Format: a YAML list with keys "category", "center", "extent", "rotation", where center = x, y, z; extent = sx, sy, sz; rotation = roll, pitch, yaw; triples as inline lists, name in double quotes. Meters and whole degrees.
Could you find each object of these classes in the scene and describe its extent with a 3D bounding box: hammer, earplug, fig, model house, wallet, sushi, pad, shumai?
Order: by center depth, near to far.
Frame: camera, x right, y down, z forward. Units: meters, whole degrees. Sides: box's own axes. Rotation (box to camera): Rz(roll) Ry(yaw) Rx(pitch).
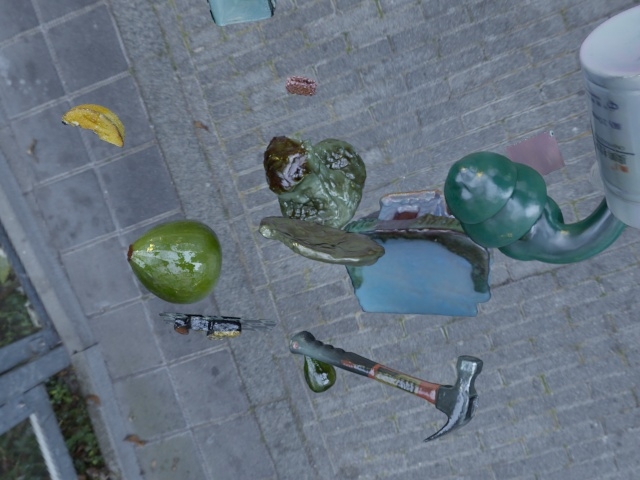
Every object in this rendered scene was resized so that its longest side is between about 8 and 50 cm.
- category: "hammer"
  center: [0.068, 0.169, 0.705]
  extent: [0.287, 0.033, 0.111]
  rotation: [12, 94, 42]
- category: "earplug"
  center: [0.350, -0.060, 0.933]
  extent: [0.280, 0.257, 0.164]
  rotation: [26, 82, -22]
- category: "wallet"
  center: [-0.214, -0.657, 1.301]
  extent: [0.176, 0.075, 0.251]
  rotation: [-3, 135, 12]
- category: "sushi"
  center: [-0.251, 0.219, 1.310]
  extent: [0.279, 0.192, 0.043]
  rotation: [6, 71, -9]
- category: "model house"
  center: [0.277, -0.021, 1.396]
  extent: [0.359, 0.339, 0.298]
  rotation: [-2, 129, 27]
- category: "pad"
  center: [0.591, -0.229, 1.474]
  extent: [0.187, 0.006, 0.113]
  rotation: [-22, 92, -24]
- category: "fig"
  center: [-0.487, 0.063, 1.800]
  extent: [0.315, 0.316, 0.317]
  rotation: [1, 97, 9]
- category: "shumai"
  center: [-0.045, -0.236, 1.894]
  extent: [0.323, 0.323, 0.398]
  rotation: [-10, 63, 30]
- category: "fig"
  center: [-0.018, 0.450, 1.919]
  extent: [0.117, 0.117, 0.178]
  rotation: [-31, 88, 11]

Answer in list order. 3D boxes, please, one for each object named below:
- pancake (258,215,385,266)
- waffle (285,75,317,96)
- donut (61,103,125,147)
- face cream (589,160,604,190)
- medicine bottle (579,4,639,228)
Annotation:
- category: "pancake"
  center: [0.000, 0.001, 0.978]
  extent: [0.236, 0.222, 0.042]
  rotation: [17, 102, 28]
- category: "waffle"
  center: [-0.045, -0.361, 1.259]
  extent: [0.075, 0.083, 0.029]
  rotation: [5, 86, 5]
- category: "donut"
  center: [-0.338, -0.175, 0.811]
  extent: [0.083, 0.038, 0.067]
  rotation: [-2, 134, 10]
- category: "face cream"
  center: [0.747, -0.165, 1.360]
  extent: [0.101, 0.345, 0.102]
  rotation: [3, 100, 18]
- category: "medicine bottle"
  center: [0.423, -0.146, 0.674]
  extent: [0.152, 0.152, 0.254]
  rotation: [-25, 129, 11]
